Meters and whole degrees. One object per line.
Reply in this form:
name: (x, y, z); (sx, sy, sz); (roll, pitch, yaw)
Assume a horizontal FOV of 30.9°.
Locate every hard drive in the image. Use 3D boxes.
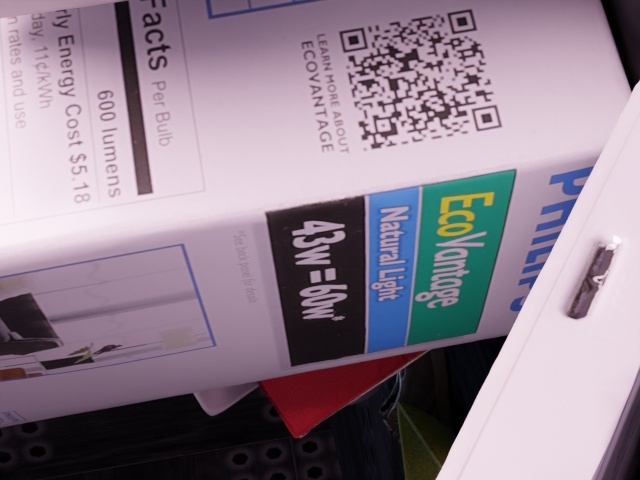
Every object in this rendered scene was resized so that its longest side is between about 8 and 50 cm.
hard drive: (0.091, 0.112, 0.453); (0.203, 0.040, 0.307); (-56, -24, -34)

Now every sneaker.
sneaker: (0.093, 0.179, 1.132); (0.066, 0.071, 0.188); (-136, 37, -83)

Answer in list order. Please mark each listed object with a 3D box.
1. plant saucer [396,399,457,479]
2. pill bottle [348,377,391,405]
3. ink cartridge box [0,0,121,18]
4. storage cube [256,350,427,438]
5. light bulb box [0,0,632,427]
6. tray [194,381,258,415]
plant saucer: (0.120, 0.256, 1.030); (0.188, 0.045, 0.188); (-128, 29, -73)
pill bottle: (0.020, 0.065, 1.220); (0.301, 0.169, 0.169); (87, 173, -62)
ink cartridge box: (-0.027, -0.203, 0.419); (0.117, 0.283, 0.207); (-138, 39, -84)
storage cube: (0.000, 0.000, 0.840); (0.193, 0.184, 0.215); (56, 177, -3)
light bulb box: (-0.066, -0.119, 0.625); (0.225, 0.361, 0.358); (86, 174, -66)
tray: (-0.029, 0.018, 0.976); (0.145, 0.270, 0.030); (58, 151, -1)
